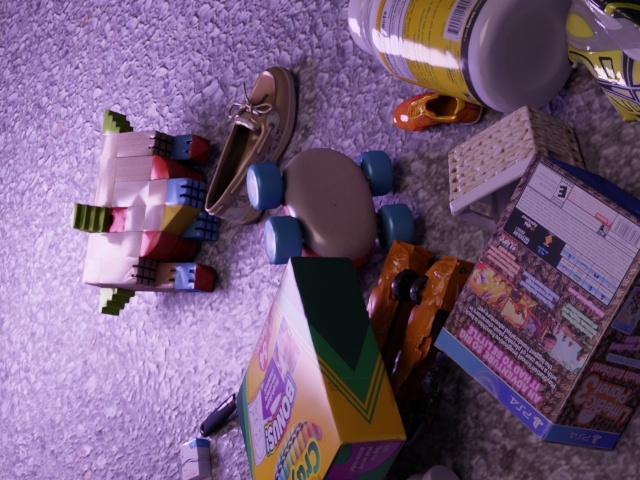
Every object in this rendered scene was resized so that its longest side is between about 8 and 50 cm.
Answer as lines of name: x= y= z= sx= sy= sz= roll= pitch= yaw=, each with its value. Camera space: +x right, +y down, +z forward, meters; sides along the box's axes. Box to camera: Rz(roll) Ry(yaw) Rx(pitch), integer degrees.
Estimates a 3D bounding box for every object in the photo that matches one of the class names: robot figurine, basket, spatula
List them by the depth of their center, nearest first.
basket: x=0.266 y=-0.096 z=1.803 sx=0.167 sy=0.113 sz=0.103 roll=-30 pitch=53 yaw=41
robot figurine: x=0.128 y=0.156 z=1.910 sx=0.211 sy=0.085 sz=0.291 roll=19 pitch=93 yaw=51
spatula: x=-0.121 y=0.256 z=2.215 sx=0.296 sy=0.030 sz=0.084 roll=-40 pitch=50 yaw=36

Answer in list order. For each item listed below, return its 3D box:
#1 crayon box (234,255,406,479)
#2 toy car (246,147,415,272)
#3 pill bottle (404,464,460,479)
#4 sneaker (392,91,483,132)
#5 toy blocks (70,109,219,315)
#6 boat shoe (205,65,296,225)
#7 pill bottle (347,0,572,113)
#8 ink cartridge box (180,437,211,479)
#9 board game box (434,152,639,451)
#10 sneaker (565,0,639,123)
crayon box: x=-0.014 y=0.257 z=1.908 sx=0.363 sy=0.106 sz=0.313 roll=111 pitch=152 yaw=-45
toy car: x=0.000 y=0.000 z=2.062 sx=0.238 sy=0.219 sz=0.210 roll=105 pitch=152 yaw=-50
pill bottle: x=0.129 y=0.380 z=1.838 sx=0.152 sy=0.086 sz=0.086 roll=-46 pitch=48 yaw=31
sneaker: x=0.165 y=-0.201 z=1.987 sx=0.175 sy=0.067 sz=0.064 roll=-6 pitch=76 yaw=51
toy blocks: x=-0.295 y=-0.054 z=2.430 sx=0.261 sy=0.190 sz=0.381 roll=-1 pitch=78 yaw=38
boat shoe: x=-0.120 y=-0.170 z=2.297 sx=0.104 sy=0.089 sz=0.285 roll=13 pitch=89 yaw=51
pill bottle: x=0.192 y=-0.303 z=1.891 sx=0.334 sy=0.188 sz=0.188 roll=28 pitch=100 yaw=50
ink cartridge box: x=-0.215 y=0.389 z=2.287 sx=0.048 sy=0.028 sz=0.083 roll=-31 pitch=57 yaw=41
board game box: x=0.317 y=0.077 z=1.663 sx=0.232 sy=0.141 sz=0.291 roll=43 pitch=112 yaw=47
sneaker: x=0.444 y=-0.196 z=1.632 sx=0.385 sy=0.145 sz=0.147 roll=56 pitch=152 yaw=40
